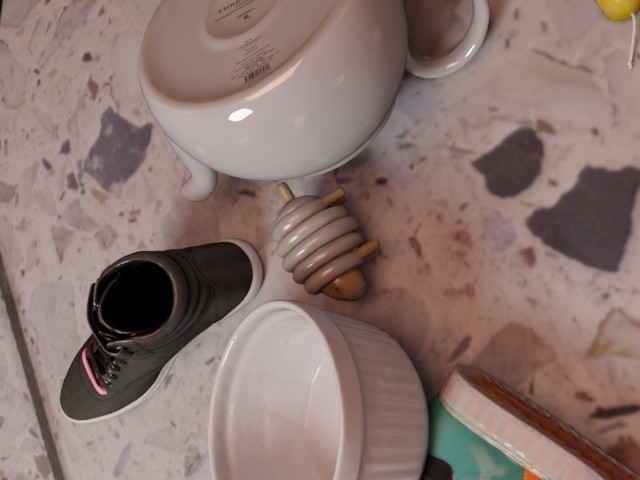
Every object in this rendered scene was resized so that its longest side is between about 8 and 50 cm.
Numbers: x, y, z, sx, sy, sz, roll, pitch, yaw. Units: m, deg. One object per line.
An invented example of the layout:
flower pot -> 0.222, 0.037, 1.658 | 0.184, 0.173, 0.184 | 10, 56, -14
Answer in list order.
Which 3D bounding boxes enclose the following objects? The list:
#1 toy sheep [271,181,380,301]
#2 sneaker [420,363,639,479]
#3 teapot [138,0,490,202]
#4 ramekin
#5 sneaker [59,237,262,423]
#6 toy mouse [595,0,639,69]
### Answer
toy sheep -> 0.000, 0.000, 0.746 | 0.091, 0.091, 0.132 | -38, 75, 20
sneaker -> 0.196, 0.229, 0.619 | 0.302, 0.108, 0.121 | 37, 103, 33
teapot -> -0.018, -0.149, 0.713 | 0.256, 0.187, 0.253 | 17, 72, 39
ramekin -> -0.002, 0.158, 0.685 | 0.207, 0.109, 0.207 | -19, 66, 51
sneaker -> -0.205, 0.096, 0.809 | 0.295, 0.147, 0.105 | -39, 72, 21
toy mouse -> 0.283, -0.245, 0.647 | 0.143, 0.031, 0.161 | -27, 74, 23
